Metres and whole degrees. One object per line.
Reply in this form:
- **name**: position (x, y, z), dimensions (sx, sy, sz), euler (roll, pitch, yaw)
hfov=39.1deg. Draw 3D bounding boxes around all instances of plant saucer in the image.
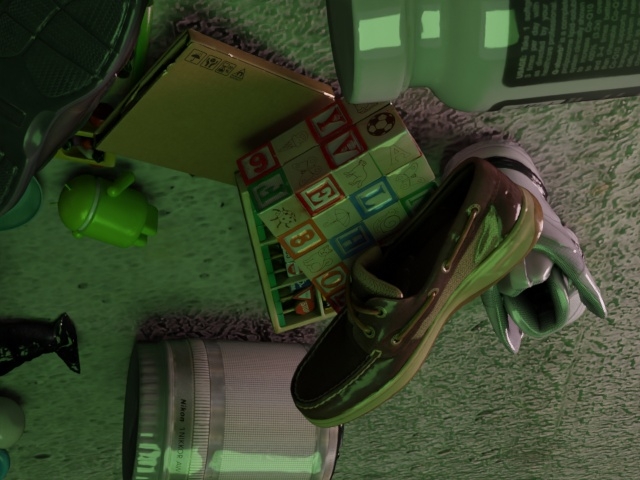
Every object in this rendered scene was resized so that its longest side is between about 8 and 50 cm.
- **plant saucer**: position (-0.365, -0.056, 0.986), dimensions (0.119, 0.021, 0.119), euler (-6, 137, -5)

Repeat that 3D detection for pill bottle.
- **pill bottle**: position (0.194, -0.222, 0.781), dimensions (0.362, 0.210, 0.210), euler (-7, 138, -5)

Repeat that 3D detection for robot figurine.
- **robot figurine**: position (-0.239, -0.032, 1.005), dimensions (0.115, 0.067, 0.101), euler (21, 138, -30)

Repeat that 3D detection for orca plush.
- **orca plush**: position (-0.459, 0.180, 1.166), dimensions (0.287, 0.102, 0.151), euler (0, 137, -12)

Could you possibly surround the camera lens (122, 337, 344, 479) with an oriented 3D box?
- **camera lens**: position (-0.119, 0.244, 1.223), dimensions (0.274, 0.219, 0.219), euler (5, 136, -17)

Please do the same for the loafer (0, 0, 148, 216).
- **loafer**: position (-0.244, -0.148, 0.811), dimensions (0.109, 0.095, 0.302), euler (40, 117, -5)

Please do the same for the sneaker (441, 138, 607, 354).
- **sneaker**: position (0.263, 0.058, 1.104), dimensions (0.137, 0.210, 0.366), euler (-24, 137, 15)

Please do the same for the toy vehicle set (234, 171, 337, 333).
- **toy vehicle set**: position (0.000, 0.000, 1.096), dimensions (0.165, 0.035, 0.267), euler (-18, 139, -7)

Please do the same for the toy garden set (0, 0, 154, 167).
- **toy garden set**: position (-0.296, -0.154, 0.872), dimensions (0.244, 0.049, 0.204), euler (4, 136, -16)

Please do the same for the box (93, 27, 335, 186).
- **box**: position (-0.106, -0.126, 0.924), dimensions (0.164, 0.021, 0.201), euler (-40, 148, 30)

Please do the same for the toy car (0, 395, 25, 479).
- **toy car**: position (-0.499, 0.297, 1.241), dimensions (0.159, 0.136, 0.182), euler (-25, 162, 14)

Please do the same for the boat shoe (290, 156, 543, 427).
- **boat shoe**: position (0.072, 0.052, 0.938), dimensions (0.342, 0.123, 0.123), euler (-45, 128, 16)

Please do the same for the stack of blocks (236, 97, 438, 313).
- **stack of blocks**: position (0.056, -0.017, 1.007), dimensions (0.171, 0.087, 0.297), euler (-29, 139, 6)
